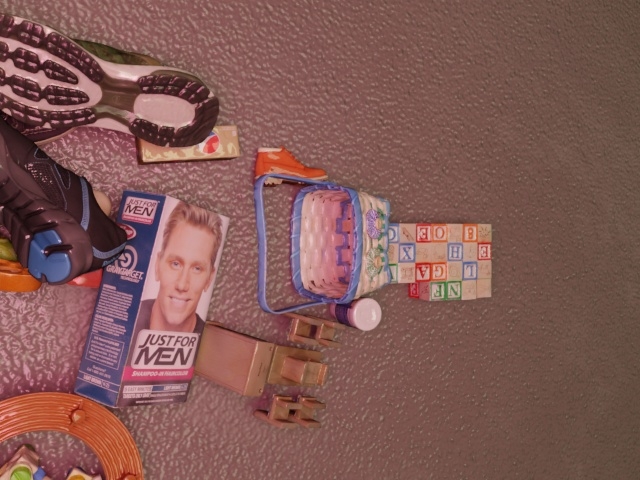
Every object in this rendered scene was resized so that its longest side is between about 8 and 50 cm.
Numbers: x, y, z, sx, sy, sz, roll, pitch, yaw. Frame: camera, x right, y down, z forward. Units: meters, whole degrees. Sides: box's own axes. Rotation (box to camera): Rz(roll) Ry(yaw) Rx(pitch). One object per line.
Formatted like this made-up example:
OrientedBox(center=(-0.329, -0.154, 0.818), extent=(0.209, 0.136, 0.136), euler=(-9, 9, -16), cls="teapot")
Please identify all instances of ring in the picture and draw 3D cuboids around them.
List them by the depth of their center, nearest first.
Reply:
OrientedBox(center=(-0.433, 0.403, 0.900), extent=(0.337, 0.032, 0.336), euler=(6, 79, -33), cls="ring")

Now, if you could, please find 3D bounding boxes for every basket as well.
OrientedBox(center=(0.000, 0.000, 1.148), extent=(0.289, 0.201, 0.254), euler=(-4, 93, -36), cls="basket")

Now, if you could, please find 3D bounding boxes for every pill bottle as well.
OrientedBox(center=(0.068, 0.146, 1.228), extent=(0.067, 0.120, 0.066), euler=(0, 91, -26), cls="pill bottle")

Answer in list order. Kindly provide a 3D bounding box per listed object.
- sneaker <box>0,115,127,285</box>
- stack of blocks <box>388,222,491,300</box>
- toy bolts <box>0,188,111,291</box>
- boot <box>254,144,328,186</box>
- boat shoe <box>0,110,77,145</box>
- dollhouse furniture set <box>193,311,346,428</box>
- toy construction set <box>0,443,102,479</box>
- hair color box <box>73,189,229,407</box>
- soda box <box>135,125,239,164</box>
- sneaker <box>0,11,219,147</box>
OrientedBox(center=(-0.429, -0.077, 0.872), extent=(0.340, 0.125, 0.140), euler=(50, 25, 9), cls="sneaker")
OrientedBox(center=(0.240, 0.047, 1.329), extent=(0.298, 0.087, 0.171), euler=(0, 91, -26), cls="stack of blocks")
OrientedBox(center=(-0.437, -0.016, 0.940), extent=(0.229, 0.218, 0.158), euler=(10, 95, -36), cls="toy bolts")
OrientedBox(center=(-0.057, -0.151, 1.201), extent=(0.158, 0.059, 0.084), euler=(0, 86, -25), cls="boot")
OrientedBox(center=(-0.528, -0.203, 0.948), extent=(0.286, 0.092, 0.102), euler=(-7, 91, -27), cls="boat shoe")
OrientedBox(center=(-0.101, 0.239, 1.165), extent=(0.242, 0.161, 0.211), euler=(20, 82, -47), cls="dollhouse furniture set")
OrientedBox(center=(-0.526, 0.468, 0.940), extent=(0.215, 0.151, 0.327), euler=(48, 61, -19), cls="toy construction set")
OrientedBox(center=(-0.284, 0.102, 1.026), extent=(0.174, 0.105, 0.346), euler=(21, 80, -60), cls="hair color box")
OrientedBox(center=(-0.247, -0.178, 1.105), extent=(0.182, 0.058, 0.061), euler=(-7, 94, -26), cls="soda box")
OrientedBox(center=(-0.383, -0.271, 0.985), extent=(0.411, 0.182, 0.158), euler=(14, 115, -32), cls="sneaker")
